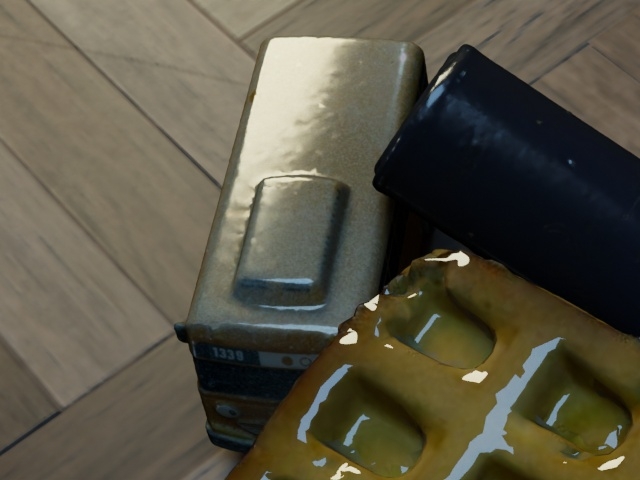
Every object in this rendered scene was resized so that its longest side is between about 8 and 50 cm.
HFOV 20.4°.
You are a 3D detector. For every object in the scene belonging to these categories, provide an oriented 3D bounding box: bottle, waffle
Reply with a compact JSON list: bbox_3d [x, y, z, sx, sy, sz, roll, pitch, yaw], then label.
[{"bbox_3d":[0.139,0.013,0.743,0.244,0.072,0.082,33,26,0],"label":"bottle"},{"bbox_3d":[0.103,0.155,0.581,0.328,0.098,0.224,29,74,32],"label":"waffle"}]

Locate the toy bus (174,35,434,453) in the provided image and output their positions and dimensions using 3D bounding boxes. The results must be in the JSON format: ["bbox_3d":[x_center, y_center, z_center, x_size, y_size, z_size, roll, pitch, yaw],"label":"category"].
[{"bbox_3d":[0.000,0.000,0.808,0.091,0.103,0.182,4,54,13],"label":"toy bus"}]
